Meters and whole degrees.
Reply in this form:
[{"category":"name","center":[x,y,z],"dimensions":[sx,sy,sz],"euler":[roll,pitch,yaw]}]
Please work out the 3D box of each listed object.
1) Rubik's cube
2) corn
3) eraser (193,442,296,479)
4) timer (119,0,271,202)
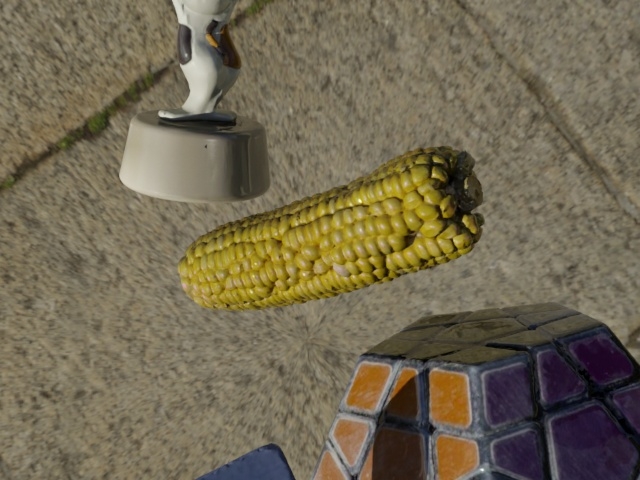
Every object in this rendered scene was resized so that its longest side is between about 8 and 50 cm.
[{"category":"Rubik's cube","center":[0.150,0.197,0.726],"dimensions":[0.319,0.264,0.318],"euler":[3,125,5]},{"category":"corn","center":[0.000,0.000,0.768],"dimensions":[0.292,0.101,0.101],"euler":[-16,83,27]},{"category":"eraser","center":[-0.018,0.243,0.574],"dimensions":[0.082,0.036,0.225],"euler":[-25,89,-17]},{"category":"timer","center":[-0.133,-0.190,1.022],"dimensions":[0.175,0.175,0.265],"euler":[6,106,0]}]
